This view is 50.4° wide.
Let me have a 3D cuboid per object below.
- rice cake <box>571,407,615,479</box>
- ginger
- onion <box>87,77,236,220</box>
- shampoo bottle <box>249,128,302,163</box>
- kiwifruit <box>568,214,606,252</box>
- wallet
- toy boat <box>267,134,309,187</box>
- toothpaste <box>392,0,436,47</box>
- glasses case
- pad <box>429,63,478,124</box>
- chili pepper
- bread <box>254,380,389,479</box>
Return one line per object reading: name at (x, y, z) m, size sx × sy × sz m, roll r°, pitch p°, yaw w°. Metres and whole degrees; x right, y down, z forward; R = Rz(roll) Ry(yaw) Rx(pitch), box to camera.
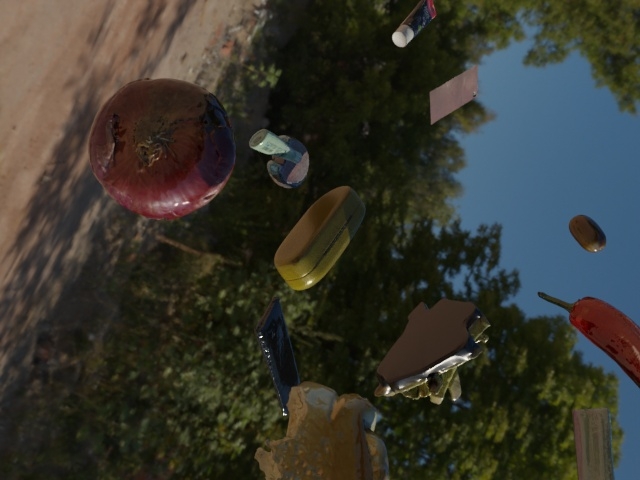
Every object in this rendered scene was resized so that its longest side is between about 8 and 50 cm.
rice cake at (0.585, 0.463, 1.453) m, size 0.042 × 0.080 × 0.222 m, roll 54°, pitch 36°, yaw -43°
ginger at (0.368, 0.357, 2.070) m, size 0.413 × 0.211 × 0.358 m, roll -27°, pitch -157°, yaw 46°
onion at (-0.367, -0.210, 1.625) m, size 0.285 × 0.347 × 0.348 m, roll 82°, pitch 32°, yaw -75°
shampoo bottle at (-0.119, -0.261, 1.925) m, size 0.069 × 0.041 × 0.190 m, roll -41°, pitch 150°, yaw 20°
kiwifruit at (0.763, -0.021, 1.941) m, size 0.124 × 0.075 × 0.075 m, roll 62°, pitch -40°, yaw 33°
wallet at (-0.101, 0.292, 1.695) m, size 0.146 × 0.030 × 0.285 m, roll -68°, pitch 150°, yaw -56°
toy boat at (-0.113, -0.249, 2.160) m, size 0.227 × 0.085 × 0.155 m, roll 29°, pitch 77°, yaw -67°
toothpaste at (0.252, -0.577, 1.773) m, size 0.193 × 0.045 × 0.071 m, roll -50°, pitch 133°, yaw -31°
glasses case at (0.000, 0.000, 2.050) m, size 0.173 × 0.141 × 0.371 m, roll -10°, pitch -146°, yaw 46°
pad at (0.381, -0.418, 1.940) m, size 0.187 × 0.006 × 0.113 m, roll -33°, pitch 140°, yaw -20°
chili pepper at (0.581, 0.197, 1.326) m, size 0.092 × 0.137 × 0.368 m, roll -66°, pitch -154°, yaw 17°
bread at (0.011, 0.483, 1.329) m, size 0.329 × 0.245 × 0.424 m, roll 76°, pitch 14°, yaw -46°
